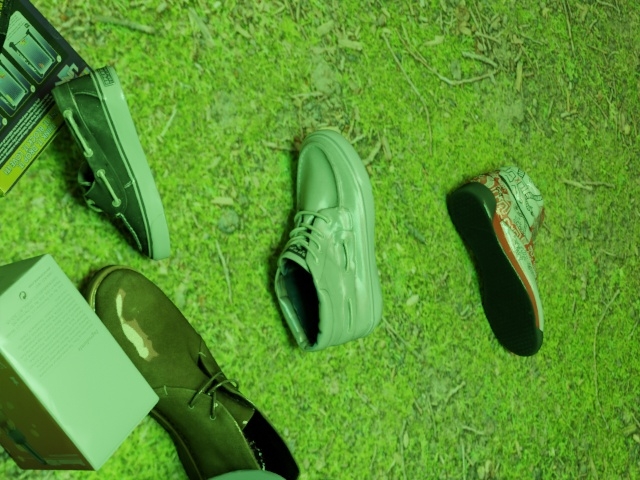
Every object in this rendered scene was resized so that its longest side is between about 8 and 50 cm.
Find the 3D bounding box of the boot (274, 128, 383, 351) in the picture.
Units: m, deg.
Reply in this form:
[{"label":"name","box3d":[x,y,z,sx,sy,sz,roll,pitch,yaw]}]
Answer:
[{"label":"boot","box3d":[0.000,0.000,1.191,0.123,0.095,0.258,-16,94,-53]}]

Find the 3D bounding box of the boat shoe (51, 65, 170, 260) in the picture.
[{"label":"boat shoe","box3d":[-0.205,-0.066,1.004,0.070,0.078,0.219,-21,125,-11]}]

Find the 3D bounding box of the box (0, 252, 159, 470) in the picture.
[{"label":"box","box3d":[-0.251,0.111,0.894,0.170,0.130,0.091,57,47,-19]}]

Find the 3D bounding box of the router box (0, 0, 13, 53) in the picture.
[{"label":"router box","box3d":[-0.335,-0.263,0.904,0.133,0.046,0.178,12,63,-23]}]

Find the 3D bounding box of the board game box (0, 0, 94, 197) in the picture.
[{"label":"board game box","box3d":[-0.307,-0.144,0.950,0.141,0.048,0.170,51,50,-28]}]

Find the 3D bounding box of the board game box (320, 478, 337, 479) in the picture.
[{"label":"board game box","box3d":[-0.002,0.366,1.163,0.103,0.026,0.154,-21,97,-45]}]

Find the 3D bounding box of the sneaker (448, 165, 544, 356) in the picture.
[{"label":"sneaker","box3d":[0.291,0.023,1.485,0.145,0.090,0.270,-30,100,-42]}]

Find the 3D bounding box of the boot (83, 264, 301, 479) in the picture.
[{"label":"boot","box3d":[-0.121,0.147,1.030,0.112,0.115,0.305,-47,113,-38]}]

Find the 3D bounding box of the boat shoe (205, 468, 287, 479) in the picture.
[{"label":"boat shoe","box3d":[-0.184,0.336,0.917,0.367,0.136,0.156,-15,118,-32]}]
